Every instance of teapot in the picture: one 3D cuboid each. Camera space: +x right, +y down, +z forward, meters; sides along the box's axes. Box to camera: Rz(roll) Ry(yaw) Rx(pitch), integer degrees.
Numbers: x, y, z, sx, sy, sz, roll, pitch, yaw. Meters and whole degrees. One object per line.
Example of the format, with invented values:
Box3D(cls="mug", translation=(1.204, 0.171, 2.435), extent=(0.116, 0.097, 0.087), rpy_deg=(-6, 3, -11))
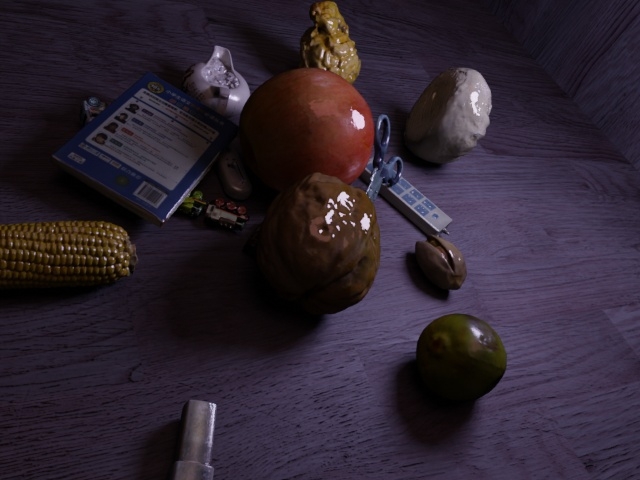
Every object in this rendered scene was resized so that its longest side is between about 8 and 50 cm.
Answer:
Box3D(cls="teapot", translation=(-0.309, -0.458, 1.769), extent=(0.208, 0.166, 0.299), rpy_deg=(18, 32, -31))

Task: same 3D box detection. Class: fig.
Box3D(cls="fig", translation=(0.349, 0.279, 1.392), extent=(0.230, 0.207, 0.207), rpy_deg=(13, 44, -17))

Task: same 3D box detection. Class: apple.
Box3D(cls="apple", translation=(-0.050, -0.288, 1.599), extent=(0.364, 0.364, 0.364), rpy_deg=(16, 44, -16))

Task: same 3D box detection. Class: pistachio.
Box3D(cls="pistachio", translation=(0.342, 0.061, 1.670), extent=(0.124, 0.124, 0.185), rpy_deg=(-3, 45, -32))

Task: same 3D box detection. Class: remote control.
Box3D(cls="remote control", translation=(-0.251, -0.201, 1.630), extent=(0.078, 0.042, 0.221), rpy_deg=(-3, 52, -31))

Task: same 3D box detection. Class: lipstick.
Box3D(cls="lipstick", translation=(-0.227, 0.409, 1.023), extent=(0.077, 0.079, 0.253), rpy_deg=(16, 44, -16))

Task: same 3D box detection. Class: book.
Box3D(cls="book", translation=(-0.422, -0.248, 1.481), extent=(0.300, 0.039, 0.428), rpy_deg=(31, 46, -4))

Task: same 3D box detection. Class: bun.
Box3D(cls="bun", translation=(0.462, -0.424, 2.049), extent=(0.211, 0.360, 0.360), rpy_deg=(24, 41, -19))

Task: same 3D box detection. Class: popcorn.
Box3D(cls="popcorn", translation=(0.027, -0.671, 2.072), extent=(0.225, 0.332, 0.265), rpy_deg=(-6, 18, -1))

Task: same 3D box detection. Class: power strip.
Box3D(cls="power strip", translation=(0.272, -0.138, 1.870), extent=(0.367, 0.043, 0.106), rpy_deg=(42, 44, 13))

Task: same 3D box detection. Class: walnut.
Box3D(cls="walnut", translation=(0.002, -0.002, 1.401), extent=(0.306, 0.306, 0.344), rpy_deg=(19, 44, -13))

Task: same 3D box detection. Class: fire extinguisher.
Box3D(cls="fire extinguisher", translation=(-0.148, -0.019, 1.513), extent=(0.064, 0.043, 0.158), rpy_deg=(-4, 32, 26))

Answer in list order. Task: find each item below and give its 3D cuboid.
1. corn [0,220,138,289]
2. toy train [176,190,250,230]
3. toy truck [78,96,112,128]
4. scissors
Box3D(cls="corn", translation=(-0.561, 0.028, 1.157), extent=(0.387, 0.144, 0.144), rpy_deg=(1, 49, -30))
Box3D(cls="toy train", translation=(-0.301, -0.086, 1.484), extent=(0.250, 0.053, 0.085), rpy_deg=(19, 51, -13))
Box3D(cls="toy truck", translation=(-0.538, -0.305, 1.541), extent=(0.178, 0.080, 0.115), rpy_deg=(0, 60, -32))
Box3D(cls="scissors", translation=(0.157, -0.155, 1.705), extent=(0.029, 0.256, 0.383), rpy_deg=(7, 59, 28))
